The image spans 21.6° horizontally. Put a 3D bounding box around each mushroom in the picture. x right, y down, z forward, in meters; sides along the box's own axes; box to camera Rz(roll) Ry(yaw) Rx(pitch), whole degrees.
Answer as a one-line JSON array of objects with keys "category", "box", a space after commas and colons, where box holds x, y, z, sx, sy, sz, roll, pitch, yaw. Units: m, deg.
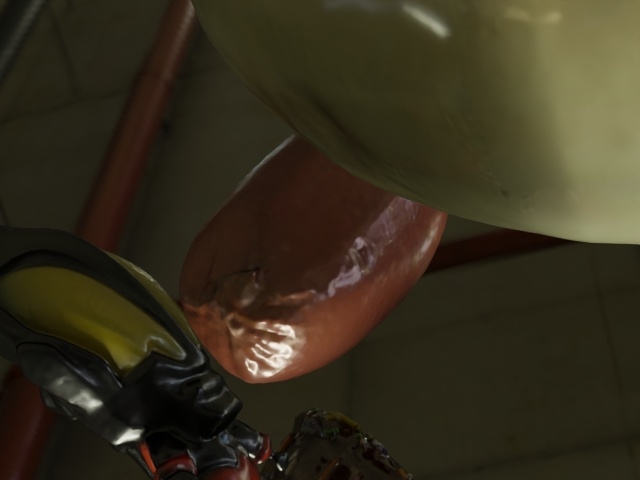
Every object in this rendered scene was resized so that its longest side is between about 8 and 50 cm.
[{"category": "mushroom", "box": [0.138, -0.153, 0.536, 0.325, 0.353, 0.353, 33, -134, 16]}]

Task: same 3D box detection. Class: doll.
[{"category": "doll", "box": [-0.088, 0.077, 0.869, 0.088, 0.248, 0.127, -44, 169, -12]}]

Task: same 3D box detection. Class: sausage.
[{"category": "sausage", "box": [0.000, 0.000, 1.158, 0.148, 0.148, 0.254, 8, -140, 42]}]

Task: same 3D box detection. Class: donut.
[{"category": "donut", "box": [0.042, 0.228, 1.206, 0.089, 0.235, 0.235, -40, -149, -16]}]
